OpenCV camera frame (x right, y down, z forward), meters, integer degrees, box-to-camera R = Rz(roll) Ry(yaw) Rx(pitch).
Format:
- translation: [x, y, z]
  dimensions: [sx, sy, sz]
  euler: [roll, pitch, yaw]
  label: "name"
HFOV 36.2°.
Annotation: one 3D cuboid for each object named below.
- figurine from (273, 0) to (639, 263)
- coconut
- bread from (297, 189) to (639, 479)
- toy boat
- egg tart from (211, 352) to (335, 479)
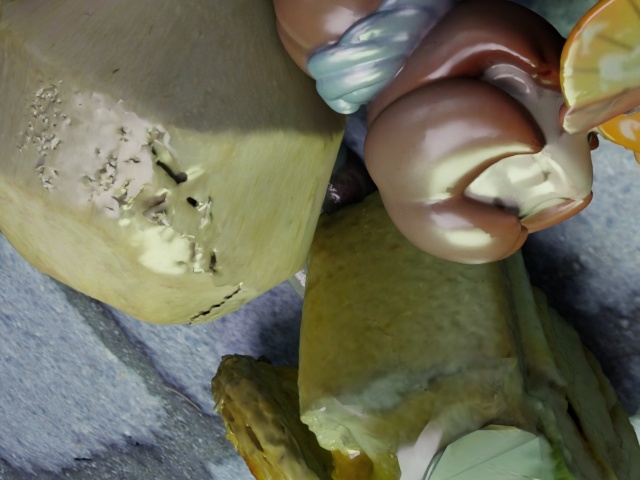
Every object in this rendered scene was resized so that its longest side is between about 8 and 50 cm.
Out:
- translation: [0.178, -0.115, 0.669]
  dimensions: [0.388, 0.248, 0.276]
  euler: [-12, 151, 28]
  label: "figurine"
- translation: [-0.135, -0.104, 0.834]
  dimensions: [0.353, 0.352, 0.352]
  euler: [19, 135, 20]
  label: "coconut"
- translation: [0.126, 0.160, 0.895]
  dimensions: [0.239, 0.264, 0.395]
  euler: [-28, 109, 19]
  label: "bread"
- translation: [0.000, 0.000, 1.024]
  dimensions: [0.155, 0.085, 0.227]
  euler: [-6, 122, 37]
  label: "toy boat"
- translation: [0.009, 0.280, 1.145]
  dimensions: [0.388, 0.169, 0.388]
  euler: [60, 170, 17]
  label: "egg tart"
